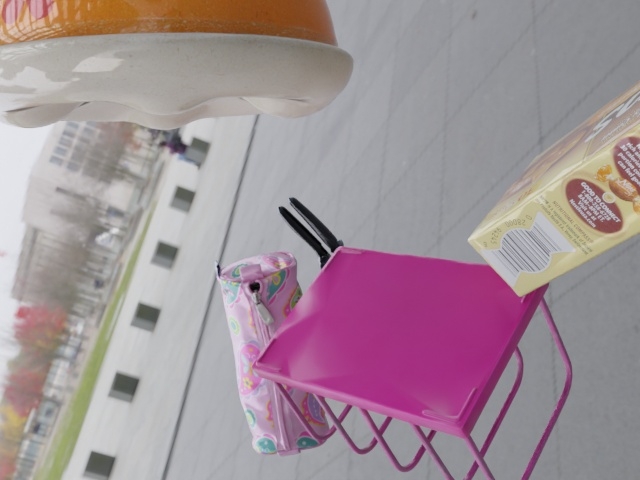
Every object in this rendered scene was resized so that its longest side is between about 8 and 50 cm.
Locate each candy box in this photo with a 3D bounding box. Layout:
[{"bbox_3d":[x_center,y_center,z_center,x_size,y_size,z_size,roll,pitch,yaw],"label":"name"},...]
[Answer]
[{"bbox_3d":[0.295,-0.084,0.717,0.183,0.087,0.316,-45,3,-39],"label":"candy box"}]

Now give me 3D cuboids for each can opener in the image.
[{"bbox_3d":[0.000,0.000,1.323,0.059,0.186,0.073,-35,16,4],"label":"can opener"}]

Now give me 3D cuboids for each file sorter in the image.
[{"bbox_3d":[0.114,0.153,0.912,0.290,0.182,0.202,7,49,43],"label":"file sorter"}]

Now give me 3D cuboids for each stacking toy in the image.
[{"bbox_3d":[-0.155,-0.345,0.696,0.350,0.350,0.480,-161,67,-76],"label":"stacking toy"}]

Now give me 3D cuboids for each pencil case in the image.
[{"bbox_3d":[-0.066,0.156,1.097,0.124,0.124,0.284,-136,36,-75],"label":"pencil case"}]
